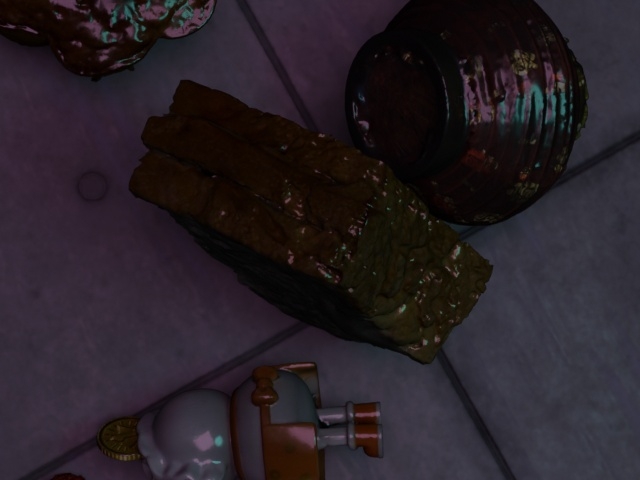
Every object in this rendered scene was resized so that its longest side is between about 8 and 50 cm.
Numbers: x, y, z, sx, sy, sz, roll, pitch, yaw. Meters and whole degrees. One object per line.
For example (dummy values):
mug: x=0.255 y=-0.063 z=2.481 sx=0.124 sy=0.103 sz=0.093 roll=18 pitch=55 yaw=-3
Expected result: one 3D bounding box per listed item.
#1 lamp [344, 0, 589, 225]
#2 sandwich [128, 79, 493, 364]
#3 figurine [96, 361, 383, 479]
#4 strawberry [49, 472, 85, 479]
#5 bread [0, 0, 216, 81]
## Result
lamp: x=0.147 y=-0.134 z=1.706 sx=0.247 sy=0.247 sz=0.247 roll=1 pitch=85 yaw=-6
sandwich: x=0.001 y=0.000 z=1.644 sx=0.262 sy=0.325 sz=0.131 roll=24 pitch=81 yaw=32
figurine: x=-0.075 y=0.182 z=1.692 sx=0.271 sy=0.143 sz=0.143 roll=10 pitch=84 yaw=-7
strawberry: x=-0.213 y=0.289 z=1.711 sx=0.152 sy=0.048 sz=0.104 roll=43 pitch=78 yaw=-4
bread: x=-0.223 y=-0.269 z=1.716 sx=0.247 sy=0.135 sz=0.232 roll=3 pitch=85 yaw=-6
